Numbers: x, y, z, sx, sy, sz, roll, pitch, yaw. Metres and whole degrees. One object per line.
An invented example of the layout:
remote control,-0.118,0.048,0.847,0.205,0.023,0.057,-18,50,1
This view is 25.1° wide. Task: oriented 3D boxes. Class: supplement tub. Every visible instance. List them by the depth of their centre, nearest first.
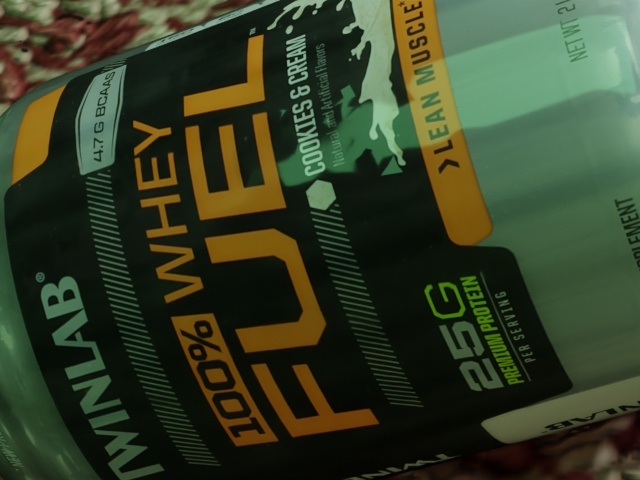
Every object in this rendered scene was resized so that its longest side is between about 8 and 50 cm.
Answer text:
supplement tub,0.000,0.000,0.565,0.316,0.193,0.194,-19,51,18
